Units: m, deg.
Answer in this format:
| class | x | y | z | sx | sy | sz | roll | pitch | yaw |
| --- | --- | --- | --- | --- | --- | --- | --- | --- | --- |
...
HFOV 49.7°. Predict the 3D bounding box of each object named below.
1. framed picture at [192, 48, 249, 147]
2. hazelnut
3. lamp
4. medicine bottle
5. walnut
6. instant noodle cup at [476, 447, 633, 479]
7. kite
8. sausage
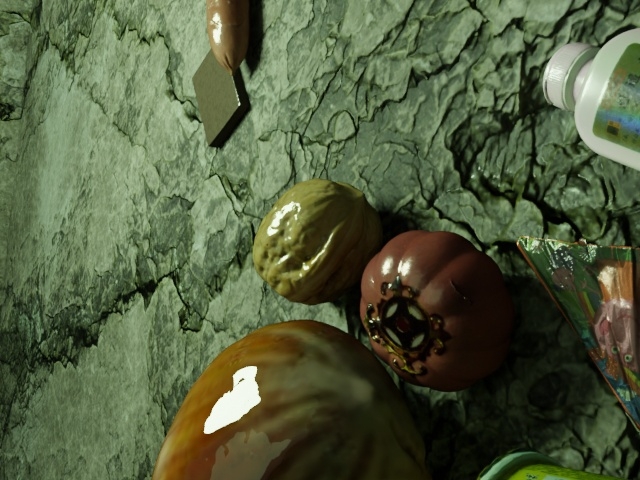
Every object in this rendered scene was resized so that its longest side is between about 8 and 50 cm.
| class | x | y | z | sx | sy | sz | roll | pitch | yaw |
| --- | --- | --- | --- | --- | --- | --- | --- | --- | --- |
| framed picture | -0.189 | -0.278 | 1.287 | 0.128 | 0.023 | 0.168 | -42 | 55 | 42 |
| hazelnut | -0.026 | 0.275 | 0.797 | 0.372 | 0.315 | 0.372 | 16 | 113 | 40 |
| lamp | 0.129 | 0.074 | 0.756 | 0.182 | 0.140 | 0.182 | 20 | 119 | 41 |
| medicine bottle | 0.293 | -0.116 | 0.590 | 0.219 | 0.078 | 0.115 | 39 | 120 | 47 |
| walnut | 0.000 | 0.000 | 0.907 | 0.184 | 0.155 | 0.155 | -51 | 49 | 28 |
| instant noodle cup | 0.244 | 0.305 | 0.468 | 0.222 | 0.311 | 0.311 | -13 | 77 | 43 |
| kite | 0.303 | 0.070 | 0.620 | 0.321 | 0.016 | 0.233 | 7 | 95 | 54 |
| sausage | -0.171 | -0.501 | 1.232 | 0.088 | 0.088 | 0.433 | -19 | 74 | 51 |
